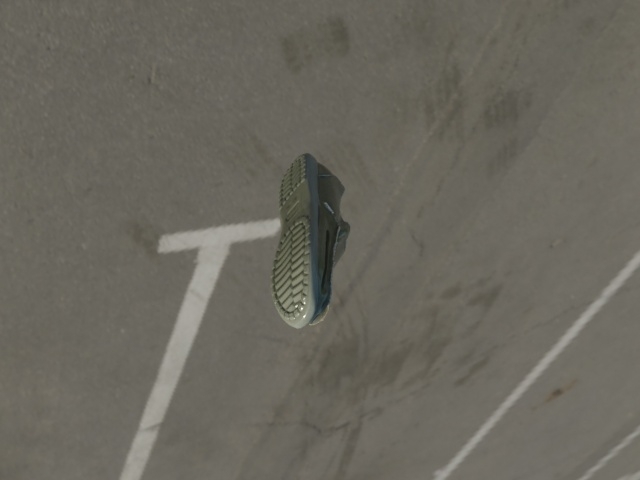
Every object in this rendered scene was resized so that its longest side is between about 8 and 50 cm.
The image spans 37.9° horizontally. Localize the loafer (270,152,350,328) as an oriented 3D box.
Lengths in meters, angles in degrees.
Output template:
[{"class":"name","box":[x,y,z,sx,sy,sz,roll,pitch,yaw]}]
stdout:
[{"class":"loafer","box":[0.000,0.000,1.134,0.087,0.251,0.094,23,138,-24]}]
